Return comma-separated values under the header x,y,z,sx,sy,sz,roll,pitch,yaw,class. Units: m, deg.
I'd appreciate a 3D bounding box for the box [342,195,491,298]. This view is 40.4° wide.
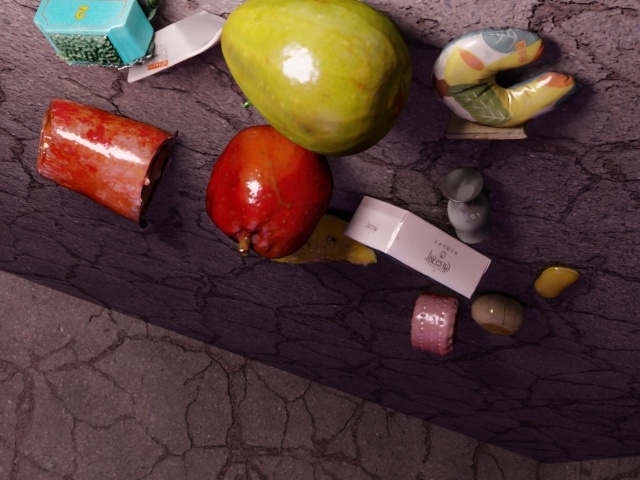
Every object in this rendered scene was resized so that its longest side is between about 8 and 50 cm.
x,y,z,sx,sy,sz,roll,pitch,yaw,class
0.225,0.015,2.029,0.274,0.116,0.203,28,180,-30,box

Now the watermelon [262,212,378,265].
x,y,z,sx,sy,sz,roll,pitch,yaw,class
0.000,0.000,2.185,0.301,0.129,0.123,0,156,16,watermelon

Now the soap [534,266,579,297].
x,y,z,sx,sy,sz,roll,pitch,yaw,class
0.596,0.103,2.217,0.089,0.033,0.168,17,156,-4,soap

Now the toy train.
x,y,z,sx,sy,sz,roll,pitch,yaw,class
-0.380,-0.386,1.491,0.203,0.163,0.112,4,153,20,toy train

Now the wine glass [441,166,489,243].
x,y,z,sx,sy,sz,roll,pitch,yaw,class
0.323,-0.071,1.903,0.093,0.092,0.202,4,154,21,wine glass

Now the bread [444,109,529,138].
x,y,z,sx,sy,sz,roll,pitch,yaw,class
0.310,-0.219,1.612,0.154,0.068,0.028,2,152,23,bread

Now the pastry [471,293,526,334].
x,y,z,sx,sy,sz,roll,pitch,yaw,class
0.497,0.209,2.438,0.157,0.092,0.156,18,159,7,pastry

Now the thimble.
x,y,z,sx,sy,sz,roll,pitch,yaw,class
0.331,0.238,2.495,0.125,0.163,0.189,8,149,14,thimble

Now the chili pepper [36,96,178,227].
x,y,z,sx,sy,sz,roll,pitch,yaw,class
-0.497,-0.179,1.943,0.306,0.229,0.251,18,172,-11,chili pepper

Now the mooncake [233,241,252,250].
x,y,z,sx,sy,sz,roll,pitch,yaw,class
-0.170,-0.025,2.289,0.125,0.073,0.130,-1,154,23,mooncake

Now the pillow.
x,y,z,sx,sy,sz,roll,pitch,yaw,class
0.305,-0.277,1.485,0.214,0.086,0.233,-19,139,34,pillow

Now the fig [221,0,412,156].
x,y,z,sx,sy,sz,roll,pitch,yaw,class
-0.014,-0.282,1.432,0.326,0.258,0.258,24,157,7,fig

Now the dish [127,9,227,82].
x,y,z,sx,sy,sz,roll,pitch,yaw,class
-0.240,-0.359,1.544,0.234,0.154,0.064,-9,112,41,dish

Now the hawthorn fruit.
x,y,z,sx,sy,sz,roll,pitch,yaw,class
-0.113,-0.088,1.838,0.265,0.307,0.265,11,149,7,hawthorn fruit

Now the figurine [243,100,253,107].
x,y,z,sx,sy,sz,roll,pitch,yaw,class
-0.101,-0.289,1.640,0.115,0.094,0.156,13,155,-28,figurine
